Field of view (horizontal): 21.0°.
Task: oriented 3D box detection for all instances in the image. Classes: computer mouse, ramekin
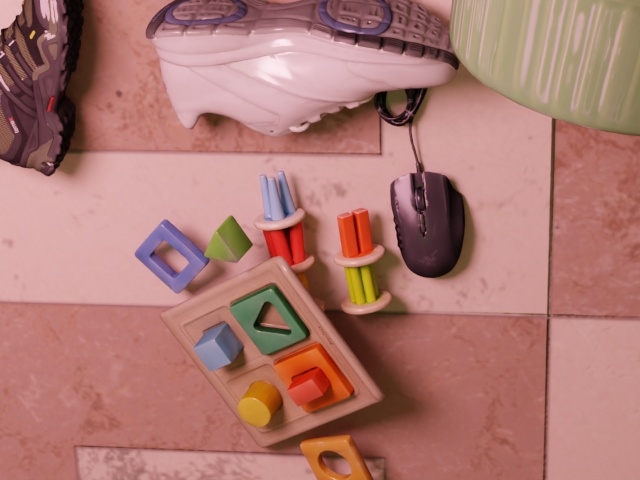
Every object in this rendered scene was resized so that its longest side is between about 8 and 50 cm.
[{"bbox_3d":[0.094,-0.074,1.669,0.071,0.041,0.242,-8,109,11],"label":"computer mouse"},{"bbox_3d":[0.253,-0.209,1.464,0.303,0.303,0.148,11,119,3],"label":"ramekin"}]

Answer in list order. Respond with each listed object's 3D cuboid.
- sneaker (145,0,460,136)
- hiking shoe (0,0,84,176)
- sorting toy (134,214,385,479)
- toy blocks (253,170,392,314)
[{"bbox_3d":[-0.013,-0.164,1.627,0.297,0.111,0.129,4,124,16],"label":"sneaker"},{"bbox_3d":[-0.292,-0.172,1.659,0.114,0.086,0.227,9,113,1],"label":"hiking shoe"},{"bbox_3d":[-0.055,0.123,1.723,0.196,0.047,0.348,-25,108,41],"label":"sorting toy"},{"bbox_3d":[0.000,0.000,1.703,0.123,0.054,0.148,-8,110,11],"label":"toy blocks"}]
